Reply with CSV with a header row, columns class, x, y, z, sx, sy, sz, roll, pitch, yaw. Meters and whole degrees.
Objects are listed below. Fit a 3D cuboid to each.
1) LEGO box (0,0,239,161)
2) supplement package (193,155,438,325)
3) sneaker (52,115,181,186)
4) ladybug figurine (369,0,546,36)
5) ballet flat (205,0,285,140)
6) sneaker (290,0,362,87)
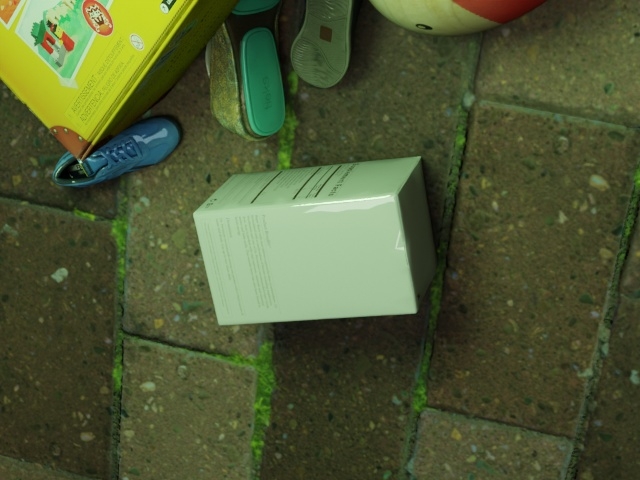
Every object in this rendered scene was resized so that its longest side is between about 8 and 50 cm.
class,x,y,z,sx,sy,sz,roll,pitch,yaw
LEGO box,-0.287,-0.380,1.458,0.372,0.193,0.500,48,144,-3
supplement package,0.000,0.000,1.668,0.293,0.175,0.177,-4,110,18
sneaker,-0.304,-0.124,1.759,0.209,0.082,0.069,-17,105,21
ladybug figurine,0.210,-0.421,1.369,0.305,0.162,0.449,37,116,-8
ballet flat,-0.112,-0.309,1.613,0.123,0.123,0.348,5,112,14
sneaker,0.026,-0.308,1.590,0.083,0.118,0.222,25,147,4
